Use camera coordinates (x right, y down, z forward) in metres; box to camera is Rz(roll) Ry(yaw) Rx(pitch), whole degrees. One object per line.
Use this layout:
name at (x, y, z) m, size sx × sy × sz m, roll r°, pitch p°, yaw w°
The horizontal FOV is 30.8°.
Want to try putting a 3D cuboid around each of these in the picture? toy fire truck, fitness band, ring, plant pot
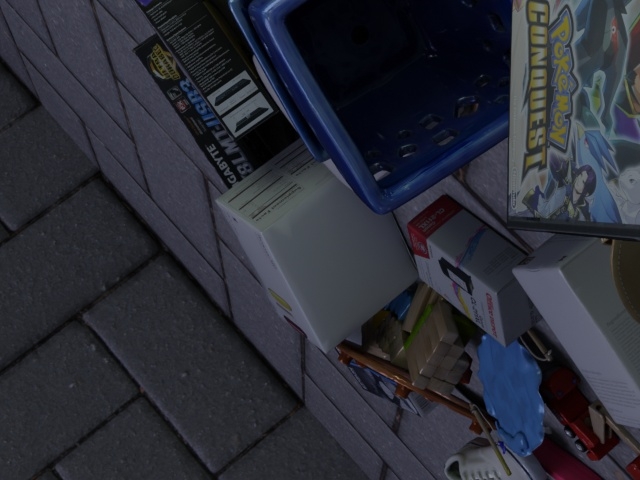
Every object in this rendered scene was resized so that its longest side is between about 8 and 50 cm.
toy fire truck at (0.375, 0.248, 1.570) m, size 0.192 × 0.047 × 0.135 m, roll 52°, pitch 164°, yaw 4°
fitness band at (0.406, 0.416, 1.868) m, size 0.291 × 0.054 × 0.209 m, roll 34°, pitch 154°, yaw 46°
ring at (0.163, 0.249, 1.930) m, size 0.337 × 0.032 × 0.336 m, roll 27°, pitch 179°, yaw 0°
plant pot at (0.060, -0.195, 1.144) m, size 0.236 × 0.236 × 0.212 m, roll 59°, pitch 170°, yaw -24°

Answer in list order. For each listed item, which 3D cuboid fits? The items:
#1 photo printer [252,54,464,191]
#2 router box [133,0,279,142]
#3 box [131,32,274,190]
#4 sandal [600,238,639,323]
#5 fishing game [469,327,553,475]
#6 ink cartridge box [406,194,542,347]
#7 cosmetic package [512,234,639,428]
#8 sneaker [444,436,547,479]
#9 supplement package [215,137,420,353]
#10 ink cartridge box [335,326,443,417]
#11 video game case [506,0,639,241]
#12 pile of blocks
photo printer at (0.032, -0.190, 1.451) m, size 0.256 × 0.107 × 0.307 m, roll 52°, pitch 165°, yaw -1°
router box at (-0.157, -0.274, 1.683) m, size 0.243 × 0.081 × 0.309 m, roll 54°, pitch -175°, yaw -10°
box at (-0.182, -0.212, 1.921) m, size 0.295 × 0.073 × 0.293 m, roll 55°, pitch -176°, yaw -9°
sandal at (0.306, -0.036, 1.120) m, size 0.079 × 0.088 × 0.240 m, roll -90°, pitch -19°, yaw -61°
fishing game at (0.275, 0.208, 1.635) m, size 0.189 × 0.041 × 0.264 m, roll -120°, pitch 27°, yaw -45°
ink cartridge box at (0.205, 0.040, 1.540) m, size 0.175 × 0.072 × 0.127 m, roll 41°, pitch 160°, yaw 37°
cosmetic package at (0.328, 0.101, 1.305) m, size 0.231 × 0.085 × 0.117 m, roll 56°, pitch 164°, yaw -9°
sneaker at (0.280, 0.377, 1.880) m, size 0.094 × 0.091 × 0.258 m, roll 55°, pitch 163°, yaw -1°
supplement package at (0.000, 0.000, 1.793) m, size 0.145 × 0.204 × 0.261 m, roll 32°, pitch 155°, yaw 51°
ink cartridge box at (0.106, 0.237, 2.301) m, size 0.165 × 0.065 × 0.333 m, roll 56°, pitch 165°, yaw -17°
video game case at (0.218, -0.139, 0.874) m, size 0.248 × 0.035 × 0.274 m, roll -171°, pitch 82°, yaw -68°
pile of blocks at (0.175, 0.149, 1.853) m, size 0.113 × 0.148 × 0.362 m, roll 23°, pitch 180°, yaw -16°
